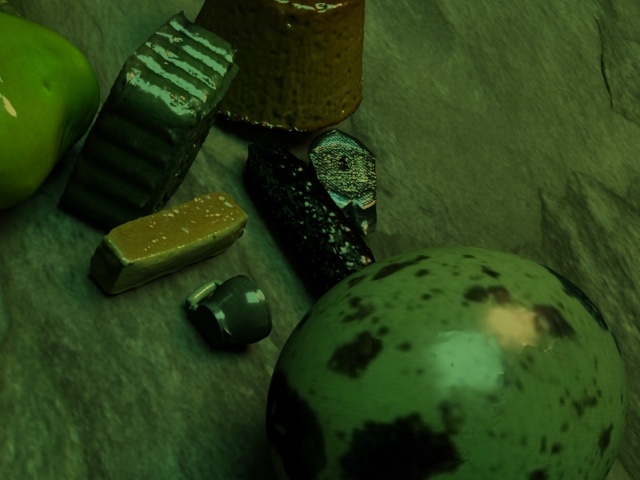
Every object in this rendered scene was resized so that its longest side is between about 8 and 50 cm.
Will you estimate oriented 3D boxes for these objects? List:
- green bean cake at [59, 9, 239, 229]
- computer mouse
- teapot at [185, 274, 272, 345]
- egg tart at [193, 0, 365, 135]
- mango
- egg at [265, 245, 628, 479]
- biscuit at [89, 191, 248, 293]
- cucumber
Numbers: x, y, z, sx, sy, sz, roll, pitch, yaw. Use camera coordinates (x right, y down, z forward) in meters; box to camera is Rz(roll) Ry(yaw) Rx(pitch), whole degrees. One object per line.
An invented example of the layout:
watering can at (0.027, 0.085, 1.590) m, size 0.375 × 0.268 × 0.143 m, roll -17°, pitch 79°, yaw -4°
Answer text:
green bean cake at (-0.160, -0.111, 1.783) m, size 0.094 × 0.173 × 0.181 m, roll 30°, pitch 33°, yaw -1°
computer mouse at (0.022, -0.057, 1.969) m, size 0.079 × 0.047 × 0.135 m, roll 1°, pitch 57°, yaw -21°
teapot at (-0.091, 0.066, 1.736) m, size 0.057 × 0.066 × 0.088 m, roll -23°, pitch 40°, yaw -31°
egg tart at (-0.047, -0.228, 2.010) m, size 0.215 × 0.171 × 0.215 m, roll 9°, pitch 39°, yaw -7°
mango at (-0.314, -0.129, 1.701) m, size 0.185 × 0.149 × 0.273 m, roll 43°, pitch 28°, yaw -10°
egg at (0.119, 0.144, 1.607) m, size 0.379 × 0.288 × 0.287 m, roll -21°, pitch 63°, yaw -45°
biscuit at (-0.145, 0.003, 1.764) m, size 0.052 × 0.056 × 0.188 m, roll 49°, pitch 37°, yaw 16°
cucumber at (0.000, -0.001, 1.870) m, size 0.072 × 0.072 × 0.300 m, roll -6°, pitch 52°, yaw -42°
